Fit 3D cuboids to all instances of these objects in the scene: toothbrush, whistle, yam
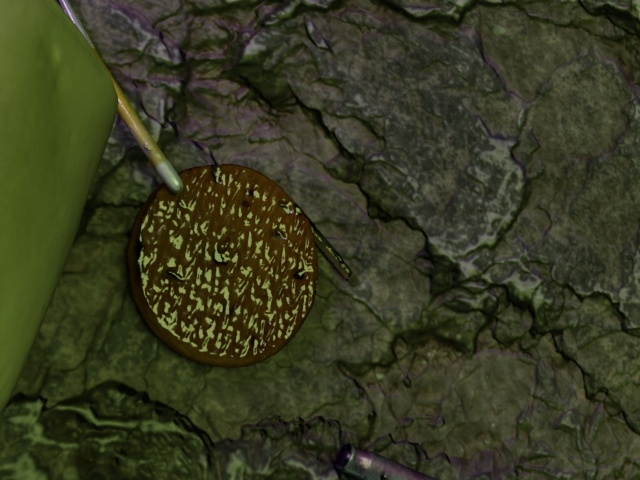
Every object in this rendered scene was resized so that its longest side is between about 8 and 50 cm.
[{"bbox_3d":[-0.218,-0.166,0.970,0.024,0.021,0.288,-31,85,-19],"label":"toothbrush"},{"bbox_3d":[0.094,0.257,1.037,0.177,0.033,0.033,26,66,-19],"label":"whistle"},{"bbox_3d":[0.000,0.000,1.064,0.014,0.014,0.107,-42,97,-29],"label":"yam"}]

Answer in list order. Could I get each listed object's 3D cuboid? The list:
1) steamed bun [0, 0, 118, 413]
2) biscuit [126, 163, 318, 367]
[{"bbox_3d":[-0.358,-0.066,0.680,0.456,0.290,0.371,32,65,-44],"label":"steamed bun"},{"bbox_3d":[-0.095,0.025,0.995,0.212,0.036,0.212,7,75,-26],"label":"biscuit"}]
